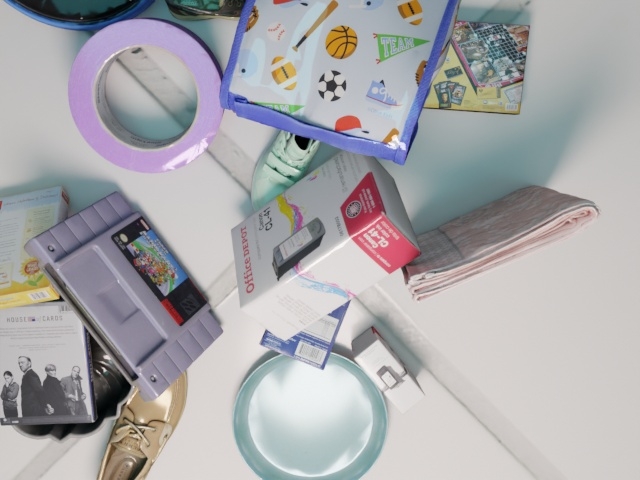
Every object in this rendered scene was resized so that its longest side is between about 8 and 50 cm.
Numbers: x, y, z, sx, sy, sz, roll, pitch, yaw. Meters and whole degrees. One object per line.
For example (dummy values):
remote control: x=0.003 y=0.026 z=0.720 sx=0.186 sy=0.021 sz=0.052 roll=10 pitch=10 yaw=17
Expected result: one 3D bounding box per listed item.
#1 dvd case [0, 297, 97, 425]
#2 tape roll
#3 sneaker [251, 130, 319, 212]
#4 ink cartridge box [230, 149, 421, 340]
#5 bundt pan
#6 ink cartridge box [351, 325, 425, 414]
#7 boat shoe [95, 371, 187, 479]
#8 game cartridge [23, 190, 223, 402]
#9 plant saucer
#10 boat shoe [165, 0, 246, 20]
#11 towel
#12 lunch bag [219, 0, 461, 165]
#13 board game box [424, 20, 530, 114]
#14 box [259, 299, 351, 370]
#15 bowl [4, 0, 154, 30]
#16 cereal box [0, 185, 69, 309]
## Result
dvd case: x=-0.518 y=0.226 z=1.286 sx=0.179 sy=0.029 sz=0.238 roll=-2 pitch=99 yaw=1
tape roll: x=-0.314 y=-0.266 z=1.271 sx=0.275 sy=0.090 sz=0.274 roll=-1 pitch=109 yaw=-3
sneaker: x=-0.066 y=-0.148 z=1.280 sx=0.094 sy=0.151 sz=0.255 roll=24 pitch=100 yaw=-5
ink cartridge box: x=0.000 y=0.000 z=1.226 sx=0.306 sy=0.226 sz=0.131 roll=-33 pitch=130 yaw=16
bundt pan: x=-0.508 y=0.218 z=1.361 sx=0.331 sy=0.124 sz=0.330 roll=0 pitch=100 yaw=0
ink cartridge box: x=0.132 y=0.255 z=1.364 sx=0.063 sy=0.109 sz=0.150 roll=-40 pitch=97 yaw=3
boat shoe: x=-0.362 y=0.394 z=1.393 sx=0.122 sy=0.110 sz=0.341 roll=21 pitch=99 yaw=-3
game cartridge: x=-0.351 y=0.094 z=1.292 sx=0.068 sy=0.230 sz=0.355 roll=-30 pitch=100 yaw=41
plant saucer: x=-0.021 y=0.370 z=1.420 sx=0.318 sy=0.043 sz=0.317 roll=0 pitch=100 yaw=1
boat shoe: x=-0.177 y=-0.449 z=1.271 sx=0.224 sy=0.073 sz=0.080 roll=-5 pitch=99 yaw=2
towel: x=0.285 y=-0.011 z=1.208 sx=0.317 sy=0.332 sz=0.053 roll=-24 pitch=98 yaw=6
lunch bag: x=0.045 y=-0.332 z=1.141 sx=0.328 sy=0.239 sz=0.385 roll=17 pitch=71 yaw=6
board game box: x=0.260 y=-0.328 z=1.301 sx=0.243 sy=0.042 sz=0.165 roll=5 pitch=99 yaw=0
box: x=-0.016 y=0.126 z=1.364 sx=0.136 sy=0.036 sz=0.225 roll=23 pitch=83 yaw=-3
bowl: x=-0.435 y=-0.560 z=1.190 sx=0.391 sy=0.077 sz=0.391 roll=-4 pitch=117 yaw=-8
cereal box: x=-0.569 y=0.014 z=1.292 sx=0.173 sy=0.240 sz=0.047 roll=-10 pitch=143 yaw=2
